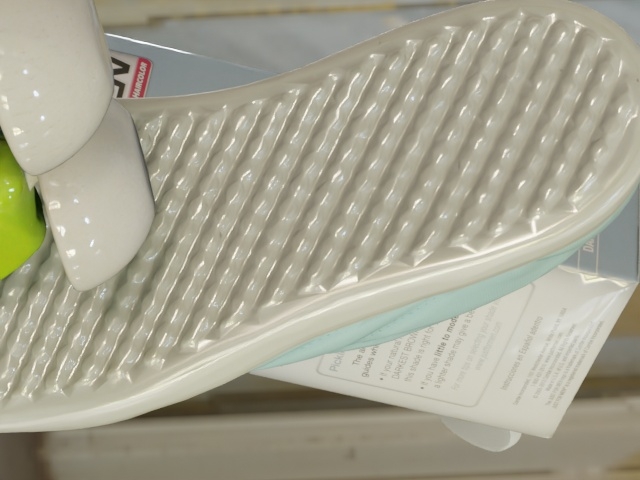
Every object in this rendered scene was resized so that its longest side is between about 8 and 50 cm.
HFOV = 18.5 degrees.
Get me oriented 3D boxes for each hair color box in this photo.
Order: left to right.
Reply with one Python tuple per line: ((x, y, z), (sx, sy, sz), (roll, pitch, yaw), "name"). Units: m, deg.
((0.000, 0.000, 1.271), (0.185, 0.374, 0.114), (109, -8, -50), "hair color box")

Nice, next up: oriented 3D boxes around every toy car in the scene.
((-0.148, -0.050, 0.648), (0.182, 0.159, 0.136), (78, -5, -62), "toy car")

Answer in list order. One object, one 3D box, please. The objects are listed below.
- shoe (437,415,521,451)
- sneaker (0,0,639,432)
((0.102, 0.078, 1.458), (0.178, 0.081, 0.063), (42, -43, 26), "shoe")
((-0.040, 0.008, 0.805), (0.150, 0.366, 0.135), (61, 19, -74), "sneaker")
